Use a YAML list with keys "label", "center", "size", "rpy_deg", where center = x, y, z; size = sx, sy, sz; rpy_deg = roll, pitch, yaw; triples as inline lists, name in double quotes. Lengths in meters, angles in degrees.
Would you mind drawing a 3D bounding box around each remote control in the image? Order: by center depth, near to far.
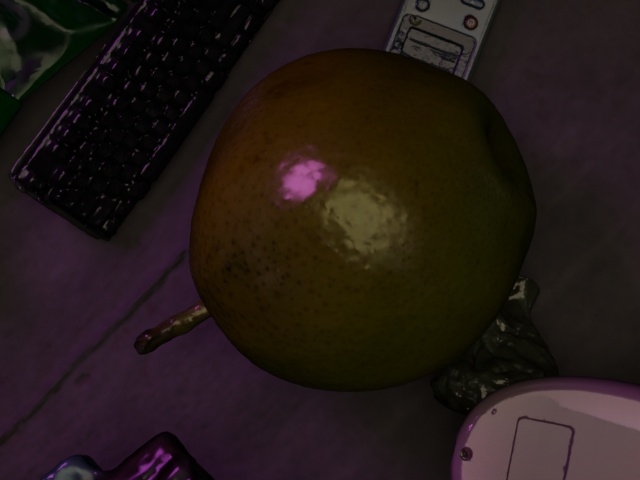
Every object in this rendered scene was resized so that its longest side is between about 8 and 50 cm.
- label: "remote control"
  center: [0.075, -0.138, 0.986]
  size: [0.053, 0.018, 0.124]
  rpy_deg: [22, 89, 1]

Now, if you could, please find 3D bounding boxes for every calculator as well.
- label: "calculator"
  center: [0.147, 0.122, 0.897]
  size: [0.166, 0.024, 0.103]
  rpy_deg: [11, 84, 5]

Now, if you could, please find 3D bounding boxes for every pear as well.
- label: "pear"
  center: [0.000, 0.000, 0.916]
  size: [0.216, 0.180, 0.166]
  rpy_deg: [-32, 126, 20]

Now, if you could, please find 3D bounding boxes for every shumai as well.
- label: "shumai"
  center: [0.101, 0.058, 0.959]
  size: [0.083, 0.082, 0.080]
  rpy_deg: [17, 88, -21]

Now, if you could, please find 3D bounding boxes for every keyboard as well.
- label: "keyboard"
  center: [-0.073, -0.106, 0.969]
  size: [0.072, 0.023, 0.231]
  rpy_deg: [36, 89, -34]

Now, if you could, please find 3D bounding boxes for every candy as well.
- label: "candy"
  center: [-0.212, -0.101, 0.959]
  size: [0.141, 0.078, 0.203]
  rpy_deg: [40, 76, -10]

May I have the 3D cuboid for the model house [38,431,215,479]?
- label: "model house"
  center: [-0.112, 0.263, 0.893]
  size: [0.280, 0.230, 0.249]
  rpy_deg: [-41, 80, -4]
